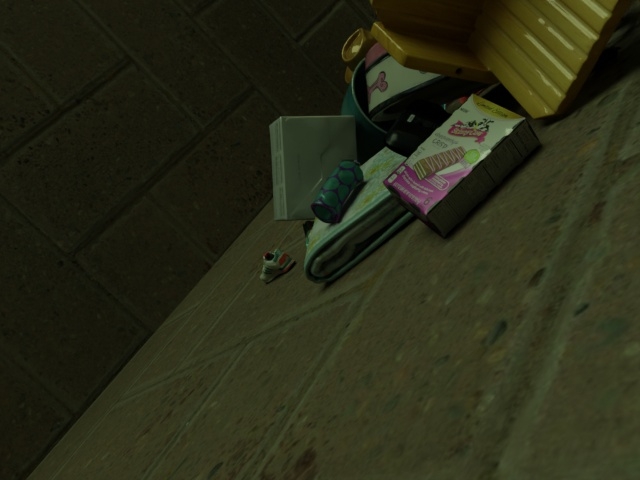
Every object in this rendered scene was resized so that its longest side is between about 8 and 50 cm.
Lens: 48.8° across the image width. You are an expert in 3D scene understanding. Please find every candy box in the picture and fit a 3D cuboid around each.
[{"bbox_3d":[0.242,-0.135,1.235,0.233,0.071,0.159,-44,35,1],"label":"candy box"}]

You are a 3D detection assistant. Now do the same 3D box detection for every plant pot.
[{"bbox_3d":[0.173,-0.341,1.968,0.272,0.271,0.255,-50,0,-28],"label":"plant pot"}]

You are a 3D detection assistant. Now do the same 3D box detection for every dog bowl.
[{"bbox_3d":[0.285,-0.417,1.642,0.407,0.151,0.408,-20,1,0],"label":"dog bowl"}]

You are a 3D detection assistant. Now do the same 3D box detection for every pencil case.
[{"bbox_3d":[0.040,-0.107,1.537,0.152,0.070,0.064,-57,-13,-33],"label":"pencil case"}]

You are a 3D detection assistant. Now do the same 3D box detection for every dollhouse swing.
[{"bbox_3d":[0.284,-0.411,1.207,0.305,0.315,0.347,-98,20,-45],"label":"dollhouse swing"}]

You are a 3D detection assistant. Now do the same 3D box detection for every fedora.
[{"bbox_3d":[0.119,-0.545,2.032,0.194,0.079,0.194,-32,40,31],"label":"fedora"}]

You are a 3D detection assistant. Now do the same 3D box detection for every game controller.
[{"bbox_3d":[0.234,-0.220,1.464,0.319,0.166,0.067,-54,-25,-61],"label":"game controller"}]

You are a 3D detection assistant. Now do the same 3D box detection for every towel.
[{"bbox_3d":[0.124,-0.093,1.575,0.374,0.090,0.321,-37,17,25],"label":"towel"}]

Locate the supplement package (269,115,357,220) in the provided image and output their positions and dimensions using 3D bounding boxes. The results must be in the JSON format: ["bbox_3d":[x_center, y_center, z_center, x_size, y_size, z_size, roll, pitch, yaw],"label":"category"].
[{"bbox_3d":[-0.016,-0.187,1.860,0.203,0.262,0.145,-3,1,-16],"label":"supplement package"}]

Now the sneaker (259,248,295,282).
[{"bbox_3d":[-0.139,0.066,2.021,0.161,0.075,0.057,-30,18,53],"label":"sneaker"}]

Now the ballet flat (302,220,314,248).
[{"bbox_3d":[0.000,0.000,1.803,0.077,0.091,0.241,-14,17,-1],"label":"ballet flat"}]

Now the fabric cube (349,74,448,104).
[{"bbox_3d":[0.278,-0.512,2.182,0.254,0.258,0.259,-40,12,24],"label":"fabric cube"}]

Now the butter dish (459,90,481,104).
[{"bbox_3d":[0.398,-0.477,1.888,0.160,0.118,0.160,-37,38,34],"label":"butter dish"}]

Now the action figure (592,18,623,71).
[{"bbox_3d":[0.505,-0.440,1.328,0.140,0.164,0.276,1,43,25],"label":"action figure"}]
